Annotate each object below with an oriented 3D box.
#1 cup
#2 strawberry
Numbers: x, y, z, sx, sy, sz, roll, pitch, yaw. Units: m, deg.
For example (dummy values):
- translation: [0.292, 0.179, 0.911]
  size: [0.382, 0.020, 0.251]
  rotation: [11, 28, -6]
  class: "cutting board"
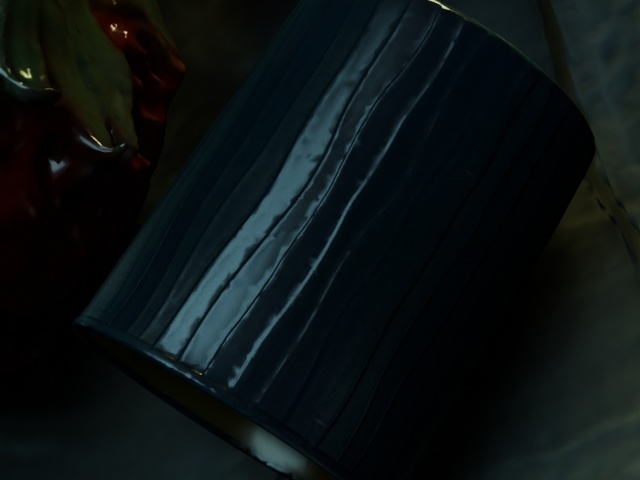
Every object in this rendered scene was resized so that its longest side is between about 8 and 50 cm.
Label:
- translation: [-0.004, -0.005, 0.586]
  size: [0.150, 0.113, 0.138]
  rotation: [22, 75, 41]
  class: "cup"
- translation: [-0.171, -0.018, 0.701]
  size: [0.280, 0.150, 0.253]
  rotation: [-37, 30, 15]
  class: "strawberry"
